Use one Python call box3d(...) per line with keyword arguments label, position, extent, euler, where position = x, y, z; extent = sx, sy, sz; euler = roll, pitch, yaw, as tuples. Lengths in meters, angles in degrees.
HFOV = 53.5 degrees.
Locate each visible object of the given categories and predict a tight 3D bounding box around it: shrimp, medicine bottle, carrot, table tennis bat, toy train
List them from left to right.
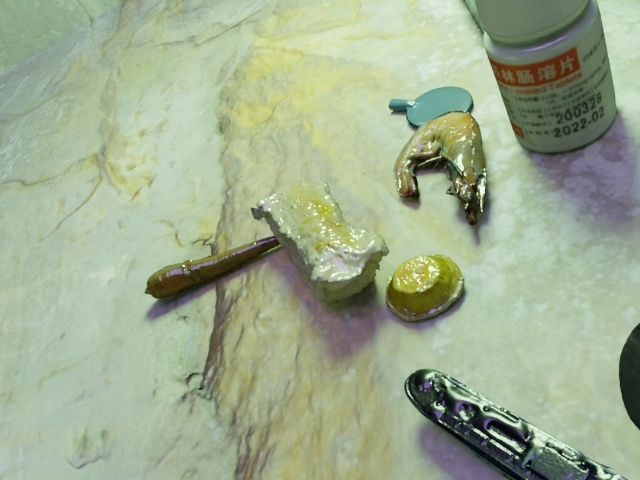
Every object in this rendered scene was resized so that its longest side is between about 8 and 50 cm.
box3d(label="carrot", position=(-0.163, 0.036, 0.997), extent=(0.254, 0.049, 0.049), euler=(-20, 41, 10))
box3d(label="table tennis bat", position=(0.177, -0.219, 1.044), extent=(0.155, 0.019, 0.100), euler=(15, 60, 41))
box3d(label="shrimp", position=(0.173, -0.098, 0.905), extent=(0.143, 0.052, 0.251), euler=(-30, 32, 23))
box3d(label="toy train", position=(0.172, 0.190, 0.602), extent=(0.052, 0.051, 0.234), euler=(-47, 37, -16))
box3d(label="medicine bottle", position=(0.287, -0.245, 0.809), extent=(0.144, 0.252, 0.144), euler=(-17, 42, 16))

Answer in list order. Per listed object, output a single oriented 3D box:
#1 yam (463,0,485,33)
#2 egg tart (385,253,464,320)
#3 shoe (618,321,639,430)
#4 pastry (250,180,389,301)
box3d(label="yam", position=(0.299, -0.457, 1.149), extent=(0.093, 0.093, 0.259), euler=(-21, 41, 15))
box3d(label="egg tart", position=(0.124, 0.052, 0.786), extent=(0.105, 0.039, 0.105), euler=(-18, 44, 18))
box3d(label="shoe", position=(0.408, 0.087, 0.449), extent=(0.336, 0.171, 0.132), euler=(-28, 56, 43))
box3d(label="pastry", position=(0.004, -0.004, 0.886), extent=(0.121, 0.089, 0.258), euler=(-35, 40, -7))
